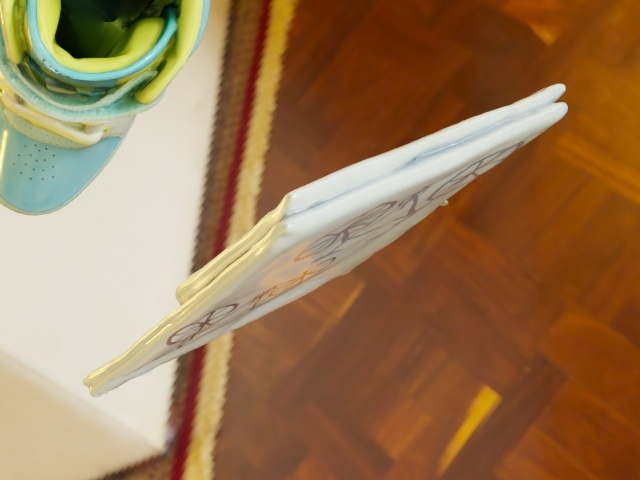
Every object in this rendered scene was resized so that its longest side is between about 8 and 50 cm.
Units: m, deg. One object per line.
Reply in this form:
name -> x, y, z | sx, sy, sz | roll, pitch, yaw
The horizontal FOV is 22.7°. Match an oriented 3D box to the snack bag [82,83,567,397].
snack bag -> 0.000, 0.000, 1.273 | 0.323, 0.037, 0.342 | -25, -9, -40

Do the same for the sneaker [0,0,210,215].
sneaker -> -0.145, -0.098, 0.882 | 0.208, 0.127, 0.319 | -91, 19, -51
